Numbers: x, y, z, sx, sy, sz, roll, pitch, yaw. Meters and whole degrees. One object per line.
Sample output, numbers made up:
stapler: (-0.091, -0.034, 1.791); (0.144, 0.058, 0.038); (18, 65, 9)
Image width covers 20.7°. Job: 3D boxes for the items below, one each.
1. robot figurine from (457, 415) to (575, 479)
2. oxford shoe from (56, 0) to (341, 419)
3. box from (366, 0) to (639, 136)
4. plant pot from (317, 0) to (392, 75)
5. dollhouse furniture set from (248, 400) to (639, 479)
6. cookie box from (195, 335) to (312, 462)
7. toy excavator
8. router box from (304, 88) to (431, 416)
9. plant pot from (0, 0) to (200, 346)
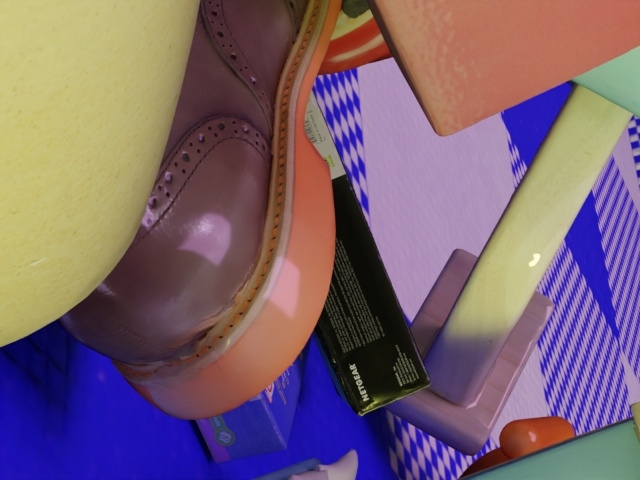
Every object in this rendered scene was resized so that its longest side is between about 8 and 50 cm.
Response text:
robot figurine: (0.130, 0.203, 1.144); (0.128, 0.158, 0.219); (43, 15, 7)
oxford shoe: (-0.074, -0.099, 0.765); (0.133, 0.130, 0.363); (41, 27, -36)
box: (0.051, -0.188, 0.766); (0.148, 0.127, 0.232); (-111, 174, -47)
plant pot: (0.005, -0.185, 0.992); (0.174, 0.191, 0.191); (-48, 121, -65)
dollhouse furniture set: (0.090, 0.220, 0.818); (0.286, 0.198, 0.303); (70, 15, 9)
cookie box: (-0.043, 0.043, 0.873); (0.107, 0.040, 0.092); (-76, 147, -62)
toy excavator: (0.175, -0.107, 1.019); (0.445, 0.222, 0.433); (-58, 175, -13)
router box: (0.000, 0.000, 0.945); (0.133, 0.046, 0.179); (175, -108, -86)
plant pot: (-0.126, -0.097, 0.432); (0.274, 0.256, 0.256); (80, 6, -53)
